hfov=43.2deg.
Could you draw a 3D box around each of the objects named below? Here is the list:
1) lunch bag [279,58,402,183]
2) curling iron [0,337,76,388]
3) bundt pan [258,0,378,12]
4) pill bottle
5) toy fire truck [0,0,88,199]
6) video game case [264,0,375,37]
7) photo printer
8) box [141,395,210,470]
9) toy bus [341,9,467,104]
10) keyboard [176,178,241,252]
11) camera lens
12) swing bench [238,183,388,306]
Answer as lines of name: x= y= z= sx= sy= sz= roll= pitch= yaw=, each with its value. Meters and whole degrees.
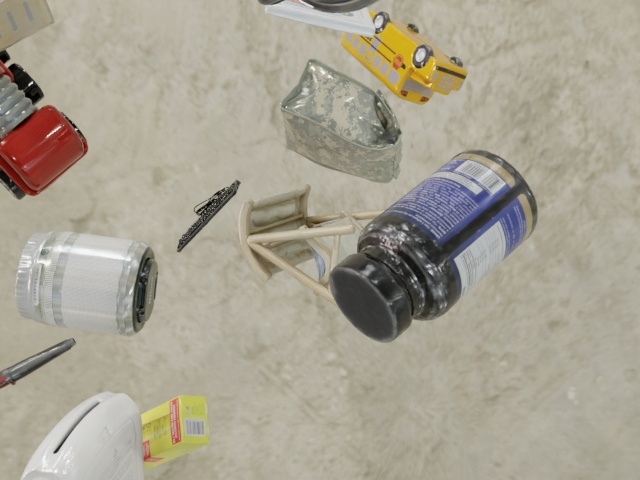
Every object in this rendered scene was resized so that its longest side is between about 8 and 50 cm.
lunch bag: x=0.067 y=-0.257 z=1.868 sx=0.287 sy=0.235 sz=0.169 roll=29 pitch=76 yaw=10
curling iron: x=-0.549 y=0.249 z=1.405 sx=0.274 sy=0.068 sz=0.035 roll=-29 pitch=119 yaw=-14
bundt pan: x=-0.039 y=-0.277 z=0.402 sx=0.331 sy=0.124 sz=0.330 roll=16 pitch=118 yaw=34
pill bottle: x=0.117 y=0.006 z=0.848 sx=0.219 sy=0.123 sz=0.123 roll=-37 pitch=75 yaw=-28
toy fire truck: x=-0.359 y=-0.175 z=0.944 sx=0.158 sy=0.246 sz=0.217 roll=-44 pitch=104 yaw=-16
video game case: x=-0.005 y=-0.343 z=1.176 sx=0.157 sy=0.143 sz=0.019 roll=9 pitch=123 yaw=-12
photo printer: x=-0.371 y=0.412 z=1.288 sx=0.107 sy=0.256 sz=0.307 roll=6 pitch=110 yaw=12
box: x=-0.283 y=0.345 z=1.429 sx=0.232 sy=0.058 sz=0.087 roll=-30 pitch=59 yaw=41
toy bus: x=0.180 y=-0.409 z=1.799 sx=0.130 sy=0.108 sz=0.332 roll=-61 pitch=42 yaw=23
keyboard: x=-0.247 y=-0.062 z=1.723 sx=0.038 sy=0.100 sz=0.192 roll=42 pitch=106 yaw=-14
camera lens: x=-0.520 y=0.096 z=1.835 sx=0.274 sy=0.219 sz=0.219 roll=8 pitch=79 yaw=-1
swing bench: x=0.000 y=0.000 z=1.646 sx=0.255 sy=0.253 sz=0.165 roll=15 pitch=108 yaw=26
